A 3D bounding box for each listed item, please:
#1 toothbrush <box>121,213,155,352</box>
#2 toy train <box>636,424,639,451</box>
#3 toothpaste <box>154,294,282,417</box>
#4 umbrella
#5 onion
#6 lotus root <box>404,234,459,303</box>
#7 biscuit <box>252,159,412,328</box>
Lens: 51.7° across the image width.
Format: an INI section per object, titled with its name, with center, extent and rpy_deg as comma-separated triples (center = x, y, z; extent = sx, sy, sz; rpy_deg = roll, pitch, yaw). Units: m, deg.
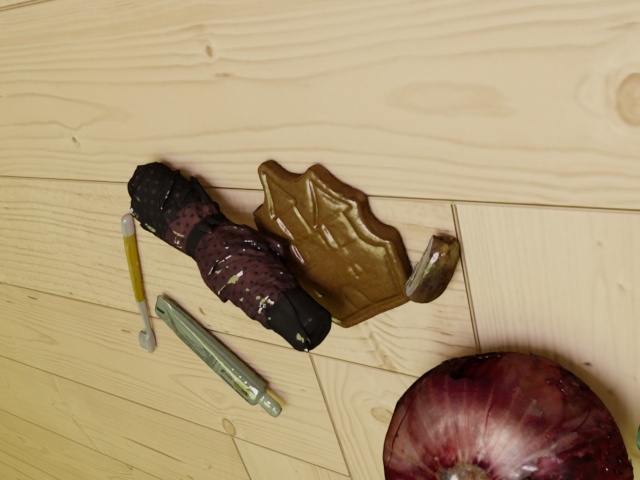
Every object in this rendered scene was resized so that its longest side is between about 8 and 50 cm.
[toothbrush]
center = -0.286, 0.074, 1.031
extent = 0.024, 0.021, 0.288
rpy_deg = 16, 131, 15
[toy train]
center = 0.385, 0.234, 0.591
extent = 0.132, 0.083, 0.200
rpy_deg = -6, 119, 53
[toothpaste]
center = -0.157, 0.177, 0.999
extent = 0.255, 0.037, 0.067
rpy_deg = 38, 144, 12
[umbrella]
center = -0.112, 0.010, 0.763
extent = 0.326, 0.090, 0.094
rpy_deg = 37, 142, 27
[onion]
center = 0.187, 0.234, 0.658
extent = 0.252, 0.219, 0.252
rpy_deg = -11, 71, 35
[lotus root]
center = 0.114, 0.035, 0.663
extent = 0.037, 0.030, 0.083
rpy_deg = 14, 127, -10
[biscuit]
center = -0.001, 0.001, 0.738
extent = 0.215, 0.034, 0.182
rpy_deg = 51, 138, -6
